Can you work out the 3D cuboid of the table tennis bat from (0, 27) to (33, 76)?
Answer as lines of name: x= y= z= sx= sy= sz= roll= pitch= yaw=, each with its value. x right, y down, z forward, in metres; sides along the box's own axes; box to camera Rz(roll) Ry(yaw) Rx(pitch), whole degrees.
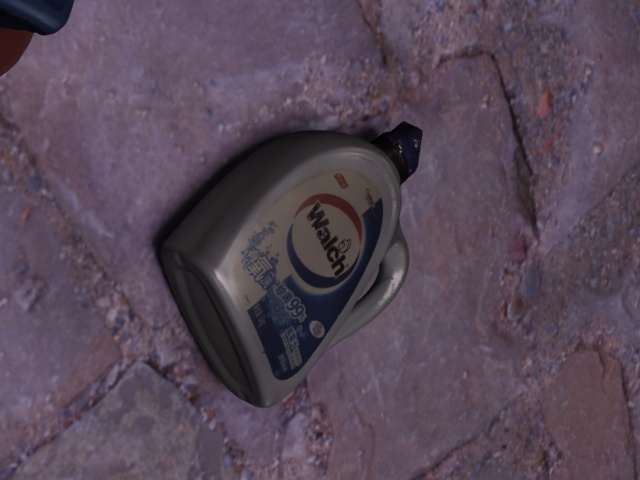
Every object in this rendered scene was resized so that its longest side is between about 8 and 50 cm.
table tennis bat: x=-0.297 y=-0.223 z=1.479 sx=0.131 sy=0.022 sz=0.234 roll=-41 pitch=127 yaw=-25

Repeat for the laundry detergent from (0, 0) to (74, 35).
laundry detergent: x=-0.222 y=-0.311 z=1.453 sx=0.143 sy=0.094 sz=0.290 roll=19 pitch=83 yaw=-48

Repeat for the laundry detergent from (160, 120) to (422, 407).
laundry detergent: x=0.000 y=0.000 z=1.749 sx=0.280 sy=0.105 sz=0.215 roll=-40 pitch=125 yaw=-27
